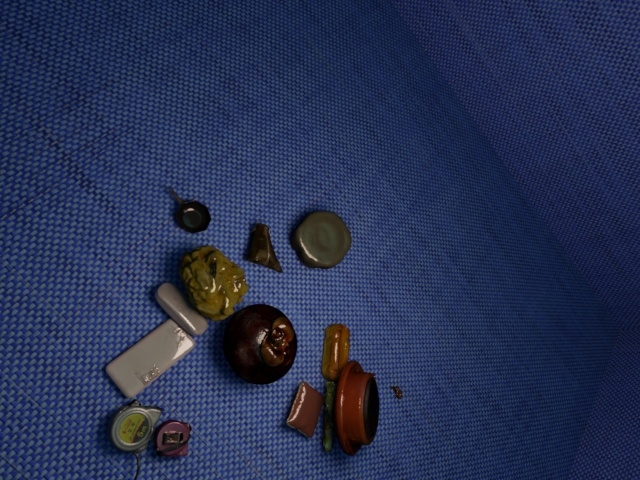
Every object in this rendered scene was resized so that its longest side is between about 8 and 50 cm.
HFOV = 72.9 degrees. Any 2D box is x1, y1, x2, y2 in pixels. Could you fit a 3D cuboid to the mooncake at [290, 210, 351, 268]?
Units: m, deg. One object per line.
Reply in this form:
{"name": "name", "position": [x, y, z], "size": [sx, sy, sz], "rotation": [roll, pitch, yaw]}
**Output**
{"name": "mooncake", "position": [0.000, 0.000, 1.930], "size": [0.274, 0.135, 0.275], "rotation": [6, 77, -26]}

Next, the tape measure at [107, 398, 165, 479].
{"name": "tape measure", "position": [-0.647, 0.692, 1.407], "size": [0.164, 0.084, 0.330], "rotation": [30, 63, -18]}

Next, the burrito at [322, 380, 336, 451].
{"name": "burrito", "position": [0.035, 0.726, 1.769], "size": [0.054, 0.104, 0.288], "rotation": [4, 85, 0]}

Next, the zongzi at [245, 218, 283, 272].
{"name": "zongzi", "position": [-0.216, 0.027, 1.836], "size": [0.184, 0.084, 0.187], "rotation": [26, 61, -38]}

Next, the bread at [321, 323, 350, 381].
{"name": "bread", "position": [0.070, 0.485, 1.875], "size": [0.102, 0.094, 0.246], "rotation": [18, 69, -31]}

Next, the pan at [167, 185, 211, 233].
{"name": "pan", "position": [-0.515, -0.124, 1.708], "size": [0.128, 0.048, 0.202], "rotation": [-18, 89, -33]}

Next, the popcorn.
{"name": "popcorn", "position": [-0.401, 0.156, 1.615], "size": [0.252, 0.215, 0.286], "rotation": [-16, 87, -64]}

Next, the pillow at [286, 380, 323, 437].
{"name": "pillow", "position": [-0.063, 0.680, 1.747], "size": [0.171, 0.075, 0.179], "rotation": [48, 48, -35]}

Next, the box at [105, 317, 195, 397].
{"name": "box", "position": [-0.595, 0.410, 1.534], "size": [0.285, 0.044, 0.142], "rotation": [-38, 96, -31]}

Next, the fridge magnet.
{"name": "fridge magnet", "position": [0.144, 0.674, 1.756], "size": [0.363, 0.155, 0.364], "rotation": [-4, 90, -69]}

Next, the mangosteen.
{"name": "mangosteen", "position": [-0.212, 0.379, 1.622], "size": [0.297, 0.293, 0.297], "rotation": [50, 17, -22]}

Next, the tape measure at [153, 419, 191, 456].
{"name": "tape measure", "position": [-0.509, 0.683, 1.497], "size": [0.125, 0.074, 0.118], "rotation": [9, 73, -30]}

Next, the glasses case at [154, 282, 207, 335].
{"name": "glasses case", "position": [-0.512, 0.254, 1.598], "size": [0.233, 0.059, 0.092], "rotation": [50, 28, -9]}

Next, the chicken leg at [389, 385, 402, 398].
{"name": "chicken leg", "position": [0.356, 0.705, 2.026], "size": [0.036, 0.021, 0.083], "rotation": [-37, 97, -22]}
